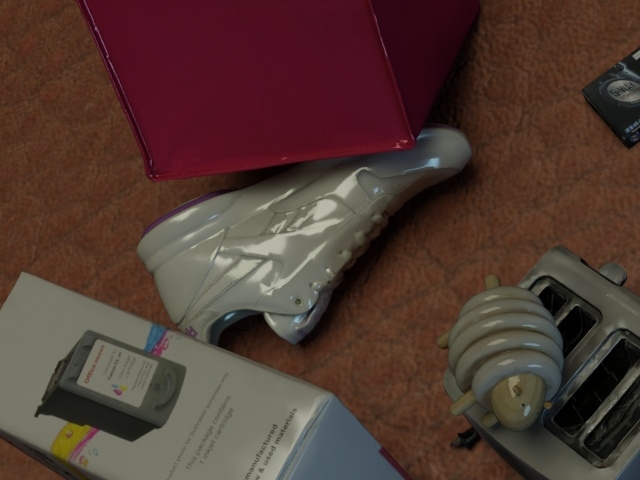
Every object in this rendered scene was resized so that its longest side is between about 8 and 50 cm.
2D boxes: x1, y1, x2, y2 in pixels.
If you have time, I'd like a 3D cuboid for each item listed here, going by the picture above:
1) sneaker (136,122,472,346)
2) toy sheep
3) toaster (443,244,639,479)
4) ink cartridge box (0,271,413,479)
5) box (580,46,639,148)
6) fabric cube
[{"bbox_3d":[0.000,0.000,1.335,0.305,0.114,0.152,-24,80,9],"label":"sneaker"},{"bbox_3d":[0.129,0.077,1.092,0.091,0.091,0.132,-22,51,13],"label":"toy sheep"},{"bbox_3d":[0.199,0.116,1.156,0.186,0.110,0.168,-49,54,-5],"label":"toaster"},{"bbox_3d":[-0.099,0.163,1.203,0.306,0.226,0.131,17,71,33],"label":"ink cartridge box"},{"bbox_3d":[0.274,-0.127,1.306,0.083,0.018,0.067,-36,55,4],"label":"box"},{"bbox_3d":[-0.037,-0.231,1.311,0.259,0.254,0.258,-5,33,24],"label":"fabric cube"}]
